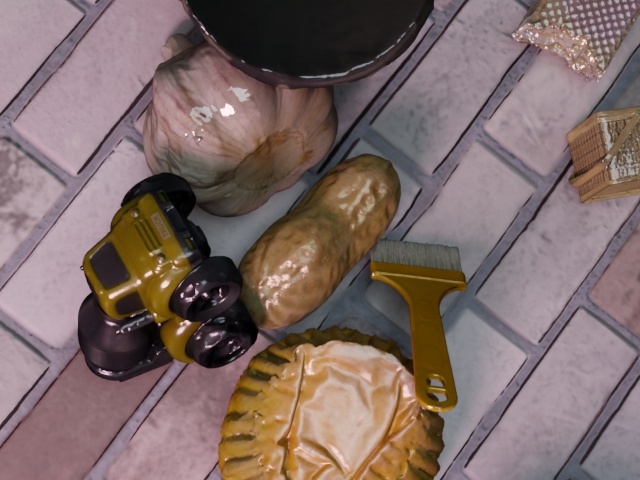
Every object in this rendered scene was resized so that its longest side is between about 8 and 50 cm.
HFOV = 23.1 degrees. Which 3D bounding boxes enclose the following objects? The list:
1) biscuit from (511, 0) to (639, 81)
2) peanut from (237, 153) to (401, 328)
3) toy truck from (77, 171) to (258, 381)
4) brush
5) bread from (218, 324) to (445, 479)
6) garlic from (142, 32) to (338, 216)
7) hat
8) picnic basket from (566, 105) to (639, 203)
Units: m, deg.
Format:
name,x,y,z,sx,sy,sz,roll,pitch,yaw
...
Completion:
name,x,y,z,sx,sy,sz,roll,pitch,yaw
biscuit,0.315,-0.292,1.733,0.108,0.062,0.239,33,77,-1
peanut,0.000,0.000,1.617,0.095,0.108,0.226,43,76,4
toy truck,-0.168,0.051,1.520,0.165,0.224,0.147,-27,66,-10
brush,0.105,0.080,1.574,0.103,0.272,0.013,7,125,-8
bread,0.014,0.201,1.573,0.240,0.139,0.240,1,85,-7
garlic,-0.105,-0.150,1.596,0.219,0.218,0.212,-32,59,-12
hat,-0.043,-0.296,1.557,0.366,0.257,0.381,3,73,-10
picnic basket,0.354,-0.098,1.682,0.164,0.115,0.079,-9,81,-10
